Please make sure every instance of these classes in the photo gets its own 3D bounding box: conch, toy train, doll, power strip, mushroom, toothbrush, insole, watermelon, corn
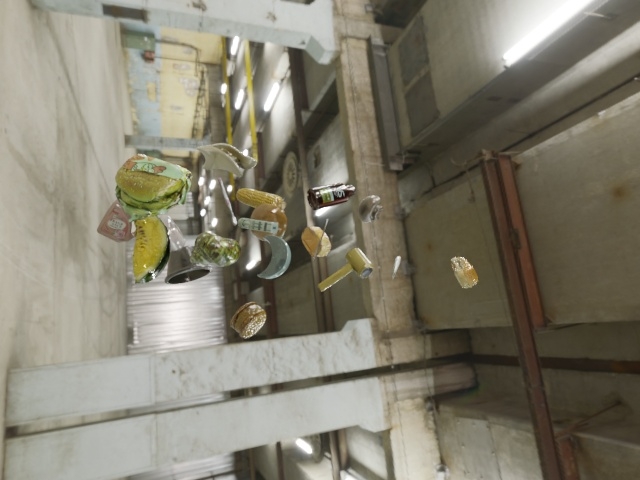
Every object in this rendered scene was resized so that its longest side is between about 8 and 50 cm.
[{"bbox_3d":[-0.438,0.050,1.705,0.124,0.181,0.187,-84,159,-49],"label":"conch"},{"bbox_3d":[-0.296,-0.071,1.857,0.233,0.051,0.052,10,-88,32],"label":"toy train"},{"bbox_3d":[-0.802,-0.006,2.061,0.251,0.221,0.221,46,-46,52],"label":"doll"},{"bbox_3d":[-0.191,0.057,1.745,0.044,0.137,0.216,47,48,-65],"label":"power strip"},{"bbox_3d":[0.303,-0.197,2.631,0.141,0.117,0.188,37,-58,36],"label":"mushroom"},{"bbox_3d":[-0.574,-0.241,2.528,0.029,0.024,0.354,-52,-125,49],"label":"toothbrush"},{"bbox_3d":[0.000,0.000,2.201,0.086,0.005,0.253,-115,-136,-80],"label":"insole"},{"bbox_3d":[-0.605,0.020,1.474,0.123,0.129,0.301,124,-40,-50],"label":"watermelon"},{"bbox_3d":[-0.331,-0.222,2.257,0.305,0.106,0.106,19,-64,24],"label":"corn"}]

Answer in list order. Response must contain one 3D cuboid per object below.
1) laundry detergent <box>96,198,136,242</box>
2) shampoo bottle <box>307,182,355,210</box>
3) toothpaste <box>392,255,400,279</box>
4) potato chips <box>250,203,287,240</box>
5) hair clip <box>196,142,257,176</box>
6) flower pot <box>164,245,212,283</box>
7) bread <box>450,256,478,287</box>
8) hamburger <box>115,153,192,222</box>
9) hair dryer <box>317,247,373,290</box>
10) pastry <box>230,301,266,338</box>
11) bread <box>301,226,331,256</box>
[{"bbox_3d":[-0.948,-0.107,2.001,0.237,0.171,0.076,-57,-152,-3],"label":"laundry detergent"},{"bbox_3d":[0.069,-0.256,2.323,0.084,0.323,0.129,-19,-92,48],"label":"shampoo bottle"},{"bbox_3d":[0.433,0.152,2.361,0.218,0.033,0.052,-56,159,-57],"label":"toothpaste"},{"bbox_3d":[-0.263,-0.076,2.030,0.208,0.195,0.062,-34,-158,20],"label":"potato chips"},{"bbox_3d":[-0.483,-0.420,2.149,0.172,0.282,0.113,95,18,-61],"label":"hair clip"},{"bbox_3d":[-0.763,0.133,2.337,0.166,0.268,0.269,69,-27,15],"label":"flower pot"},{"bbox_3d":[0.607,0.132,1.737,0.125,0.082,0.106,-84,150,-63],"label":"bread"},{"bbox_3d":[-0.498,-0.149,1.199,0.235,0.214,0.125,-54,154,-43],"label":"hamburger"},{"bbox_3d":[0.114,0.166,2.004,0.135,0.278,0.090,53,-3,39],"label":"hair dryer"},{"bbox_3d":[-0.369,0.411,2.130,0.103,0.188,0.189,36,-47,23],"label":"pastry"},{"bbox_3d":[-0.023,0.008,2.452,0.132,0.114,0.191,-48,-123,32],"label":"bread"}]
